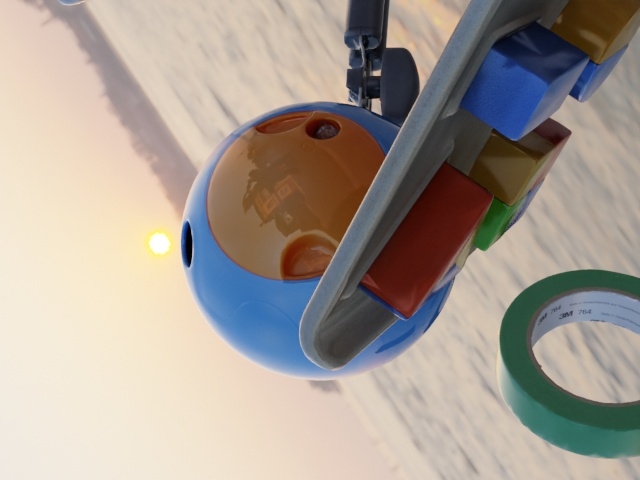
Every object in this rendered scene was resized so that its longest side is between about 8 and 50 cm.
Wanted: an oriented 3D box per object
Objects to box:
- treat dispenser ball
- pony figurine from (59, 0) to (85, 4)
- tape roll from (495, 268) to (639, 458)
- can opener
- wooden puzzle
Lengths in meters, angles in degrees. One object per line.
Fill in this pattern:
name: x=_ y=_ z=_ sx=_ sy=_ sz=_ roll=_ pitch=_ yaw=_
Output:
treat dispenser ball: x=0.000 y=0.000 z=1.276 sx=0.288 sy=0.288 sz=0.288 roll=56 pitch=177 yaw=4
pony figurine: x=-0.288 y=-0.334 z=1.014 sx=0.303 sy=0.363 sz=0.351 roll=-146 pitch=41 yaw=-75
tape roll: x=0.431 y=0.183 z=1.895 sx=0.321 sy=0.321 sz=0.077 roll=54 pitch=157 yaw=40
can opener: x=0.078 y=-0.241 z=1.486 sx=0.076 sy=0.095 sz=0.283 roll=75 pitch=-163 yaw=-54
wooden puzzle: x=0.136 y=-0.086 z=0.909 sx=0.080 sy=0.348 sz=0.322 roll=31 pitch=-150 yaw=16
